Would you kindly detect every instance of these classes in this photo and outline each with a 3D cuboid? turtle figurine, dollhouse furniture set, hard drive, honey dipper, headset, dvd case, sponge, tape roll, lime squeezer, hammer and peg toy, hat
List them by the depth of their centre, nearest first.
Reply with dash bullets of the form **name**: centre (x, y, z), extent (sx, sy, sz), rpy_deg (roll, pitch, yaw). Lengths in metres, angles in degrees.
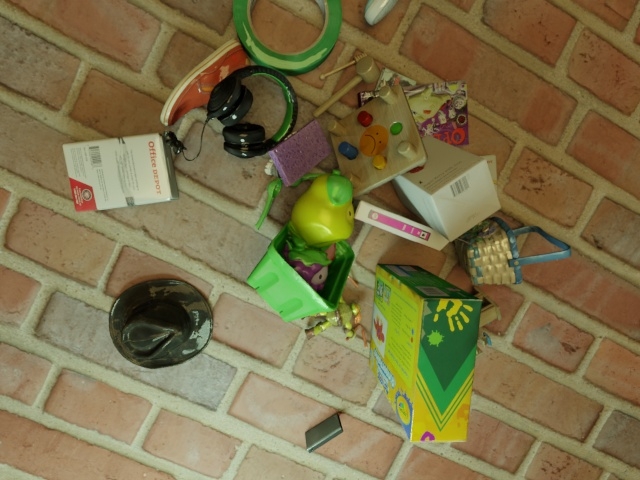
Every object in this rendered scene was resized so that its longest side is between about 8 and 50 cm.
- **hammer and peg toy**: centre (0.140, -0.328, 1.190), extent (0.266, 0.127, 0.361), rpy_deg (-26, 67, 29)
- **headset**: centre (-0.259, -0.358, 1.198), extent (0.394, 0.185, 0.243), rpy_deg (-32, 130, -16)
- **tape roll**: centre (-0.097, -0.669, 1.219), extent (0.321, 0.077, 0.321), rpy_deg (-1, 97, -6)
- **sponge**: centre (-0.058, -0.267, 1.231), extent (0.210, 0.031, 0.117), rpy_deg (-44, 119, -32)
- **hat**: centre (-0.513, 0.278, 1.270), extent (0.331, 0.134, 0.331), rpy_deg (-1, 97, -5)
- **honey dipper**: centre (0.071, -0.544, 1.277), extent (0.161, 0.030, 0.030), rpy_deg (-26, 99, 1)
- **lime squeezer**: centre (-0.096, -0.164, 1.278), extent (0.310, 0.059, 0.110), rpy_deg (-33, 59, -4)
- **dvd case**: centre (0.240, -0.493, 1.308), extent (0.119, 0.013, 0.087), rpy_deg (20, 95, -8)
- **turtle figurine**: centre (0.049, 0.261, 1.348), extent (0.217, 0.087, 0.269), rpy_deg (-17, 99, -4)
- **hard drive**: centre (0.011, 0.658, 1.391), extent (0.135, 0.094, 0.022), rpy_deg (-32, 100, -1)
- **dollhouse furniture set**: centre (0.532, 0.280, 1.399), extent (0.129, 0.129, 0.183), rpy_deg (-28, 123, -2)

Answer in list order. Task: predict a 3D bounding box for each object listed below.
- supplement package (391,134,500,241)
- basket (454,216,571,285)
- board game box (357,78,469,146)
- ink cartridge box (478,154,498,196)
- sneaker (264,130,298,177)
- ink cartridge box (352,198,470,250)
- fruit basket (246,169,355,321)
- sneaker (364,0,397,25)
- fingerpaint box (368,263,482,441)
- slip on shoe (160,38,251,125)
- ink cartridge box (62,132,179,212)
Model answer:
- **supplement package**: centre (0.347, -0.165, 1.201), extent (0.177, 0.293, 0.175), rpy_deg (-34, 122, 0)
- **basket**: centre (0.596, 0.027, 1.293), extent (0.289, 0.255, 0.201), rpy_deg (-10, 105, 5)
- **board game box**: centre (0.301, -0.389, 1.304), extent (0.347, 0.056, 0.208), rpy_deg (-9, 108, -5)
- **ink cartridge box**: centre (0.510, -0.188, 1.345), extent (0.127, 0.072, 0.175), rpy_deg (-7, 98, -5)
- **sneaker**: centre (-0.095, -0.260, 1.262), extent (0.075, 0.063, 0.170), rpy_deg (36, 84, 19)
- **ink cartridge box**: centre (0.267, -0.041, 1.287), extent (0.371, 0.176, 0.069), rpy_deg (18, 95, -8)
- **fruit basket**: centre (0.000, 0.000, 1.147), extent (0.392, 0.392, 0.283), rpy_deg (-42, 99, 0)
- **sneaker**: centre (0.204, -0.823, 1.213), extent (0.150, 0.135, 0.366), rpy_deg (31, 84, -1)
- **fingerpaint box**: centre (0.281, 0.291, 1.196), extent (0.163, 0.445, 0.371), rpy_deg (3, 96, -7)
- **slip on shoe**: centre (-0.341, -0.451, 1.205), extent (0.331, 0.123, 0.101), rpy_deg (-43, 103, -4)
- **ink cartridge box**: centre (-0.582, -0.199, 1.209), extent (0.273, 0.114, 0.197), rpy_deg (-8, 97, -4)
